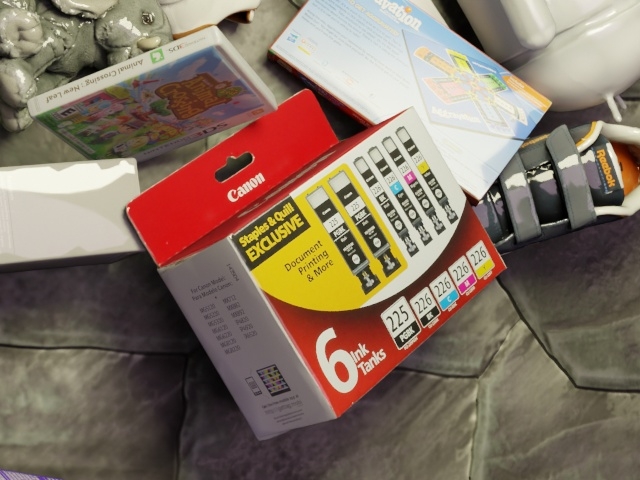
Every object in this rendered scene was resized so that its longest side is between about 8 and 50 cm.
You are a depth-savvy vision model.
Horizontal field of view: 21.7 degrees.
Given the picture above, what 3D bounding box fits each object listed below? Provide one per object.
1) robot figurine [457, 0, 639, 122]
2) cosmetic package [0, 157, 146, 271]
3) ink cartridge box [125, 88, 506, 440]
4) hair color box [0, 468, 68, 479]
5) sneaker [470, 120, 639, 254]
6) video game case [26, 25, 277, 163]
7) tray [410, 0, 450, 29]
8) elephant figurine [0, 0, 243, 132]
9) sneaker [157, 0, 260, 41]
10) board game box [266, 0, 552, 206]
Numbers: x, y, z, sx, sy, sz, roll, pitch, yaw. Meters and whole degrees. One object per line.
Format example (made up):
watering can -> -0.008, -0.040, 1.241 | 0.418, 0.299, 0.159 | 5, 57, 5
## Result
robot figurine -> 0.254, -0.294, 1.872 | 0.353, 0.200, 0.300 | 61, 30, -3
cosmetic package -> -0.302, -0.019, 1.631 | 0.238, 0.127, 0.107 | -3, 84, -23
ink cartridge box -> 0.000, 0.000, 1.678 | 0.309, 0.130, 0.272 | -38, 100, -42
hair color box -> -0.217, 0.337, 1.622 | 0.339, 0.110, 0.185 | 14, 90, -21
sneaker -> 0.251, -0.062, 1.857 | 0.321, 0.127, 0.126 | -20, 94, -25
video game case -> -0.158, -0.131, 1.627 | 0.193, 0.212, 0.023 | -21, 73, 8
tray -> 0.124, -0.150, 1.893 | 0.145, 0.030, 0.270 | -38, 100, -23
elephant figurine -> -0.231, -0.210, 1.669 | 0.239, 0.169, 0.186 | -24, 103, -22
sneaker -> -0.088, -0.312, 1.798 | 0.290, 0.106, 0.123 | -49, 139, -30
board game box -> 0.097, -0.175, 1.817 | 0.281, 0.027, 0.145 | 36, 75, 4
